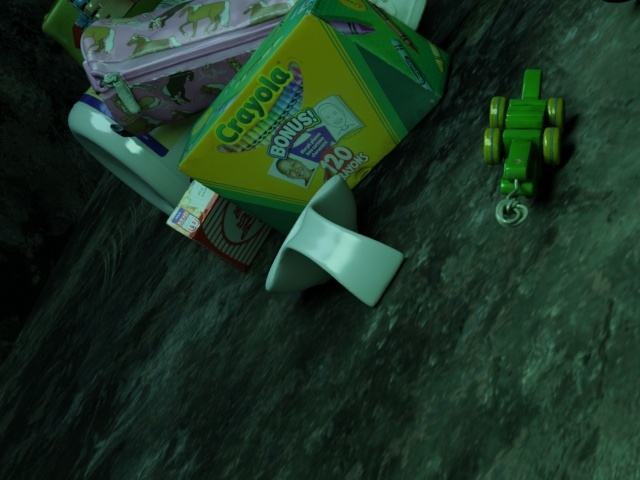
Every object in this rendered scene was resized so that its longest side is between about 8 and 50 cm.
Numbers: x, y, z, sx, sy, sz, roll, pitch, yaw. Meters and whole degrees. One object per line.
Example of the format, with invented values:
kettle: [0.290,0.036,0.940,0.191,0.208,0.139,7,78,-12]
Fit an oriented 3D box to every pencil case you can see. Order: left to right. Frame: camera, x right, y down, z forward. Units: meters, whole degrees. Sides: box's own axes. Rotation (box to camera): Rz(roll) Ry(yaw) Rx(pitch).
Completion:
pencil case: [-0.093,-0.240,1.822,0.386,0.160,0.167,-14,52,22]

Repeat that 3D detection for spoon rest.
spoon rest: [0.000,0.000,1.464,0.137,0.084,0.276,-58,15,-2]

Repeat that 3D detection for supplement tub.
supplement tub: [-0.159,-0.213,2.087,0.331,0.241,0.241,-51,13,-9]

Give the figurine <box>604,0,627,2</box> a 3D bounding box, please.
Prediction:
figurine: [0.297,-0.296,1.131,0.209,0.092,0.214,-14,44,59]

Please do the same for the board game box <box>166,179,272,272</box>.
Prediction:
board game box: [-0.084,-0.071,1.801,0.193,0.045,0.147,-58,-28,-2]

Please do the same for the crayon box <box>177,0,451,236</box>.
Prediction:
crayon box: [-0.011,-0.135,1.615,0.278,0.165,0.081,-45,20,41]

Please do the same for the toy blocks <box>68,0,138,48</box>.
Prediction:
toy blocks: [-0.263,-0.399,2.127,0.261,0.191,0.381,-50,10,-11]

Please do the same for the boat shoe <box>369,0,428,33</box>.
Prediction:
boat shoe: [0.057,-0.250,1.606,0.098,0.096,0.277,-83,7,-45]

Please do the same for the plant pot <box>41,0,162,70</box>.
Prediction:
plant pot: [-0.242,-0.346,2.457,0.366,0.353,0.366,-52,15,20]

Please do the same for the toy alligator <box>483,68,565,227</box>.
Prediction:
toy alligator: [0.153,-0.058,1.153,0.189,0.056,0.051,-74,-20,-46]
